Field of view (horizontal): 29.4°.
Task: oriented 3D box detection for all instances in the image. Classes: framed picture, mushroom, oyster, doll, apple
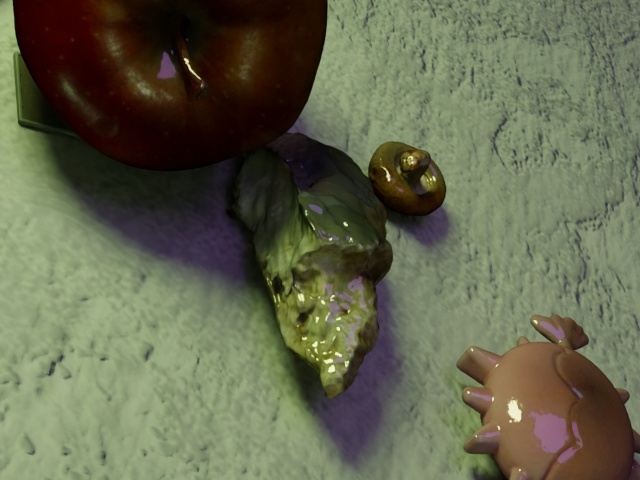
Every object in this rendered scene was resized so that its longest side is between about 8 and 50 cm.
[{"bbox_3d":[-0.247,-0.132,1.115,0.066,0.007,0.089,13,46,-32],"label":"framed picture"},{"bbox_3d":[0.086,-0.068,1.275,0.129,0.072,0.088,30,38,-75],"label":"mushroom"},{"bbox_3d":[0.001,-0.004,1.115,0.166,0.110,0.341,32,25,-20],"label":"oyster"},{"bbox_3d":[0.224,0.167,1.155,0.211,0.093,0.262,25,41,-15],"label":"doll"},{"bbox_3d":[-0.128,-0.220,1.079,0.288,0.288,0.317,27,26,-18],"label":"apple"}]
